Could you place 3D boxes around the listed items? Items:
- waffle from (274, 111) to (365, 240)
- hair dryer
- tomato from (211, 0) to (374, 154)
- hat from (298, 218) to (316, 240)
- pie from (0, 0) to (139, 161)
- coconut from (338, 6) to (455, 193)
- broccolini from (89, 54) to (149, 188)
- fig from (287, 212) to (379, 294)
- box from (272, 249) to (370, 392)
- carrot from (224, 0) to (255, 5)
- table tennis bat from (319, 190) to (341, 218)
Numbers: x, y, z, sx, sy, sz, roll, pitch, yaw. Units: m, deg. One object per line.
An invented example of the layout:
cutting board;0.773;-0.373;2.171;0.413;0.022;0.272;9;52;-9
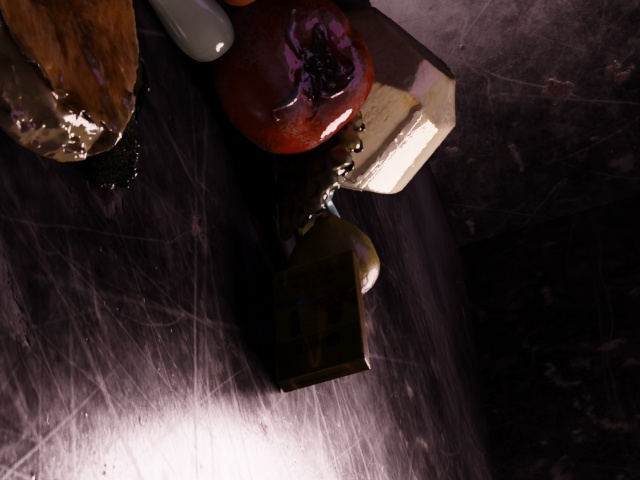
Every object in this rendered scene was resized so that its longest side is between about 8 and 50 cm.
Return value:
waffle;-0.008;-0.121;1.658;0.054;0.204;0.223;28;36;-23
hair dryer;-0.200;-0.363;1.418;0.206;0.075;0.237;48;20;-50
tomato;-0.049;-0.237;1.556;0.189;0.232;0.232;-9;-81;61
hat;0.000;0.000;1.800;0.076;0.059;0.077;-83;149;-73
pie;-0.245;-0.226;0.933;0.339;0.083;0.339;-18;90;-81
coconut;0.064;-0.230;1.899;0.323;0.323;0.322;-17;90;-78
broccolini;-0.197;-0.133;1.128;0.054;0.051;0.239;20;34;-16
fig;0.021;0.040;1.636;0.136;0.153;0.120;-13;53;-43
box;-0.002;0.106;1.487;0.193;0.121;0.030;-95;162;-45
carrot;-0.127;-0.423;1.623;0.225;0.159;0.159;68;8;-75
table tennis bat;0.002;-0.070;1.819;0.153;0.040;0.244;59;-6;7
